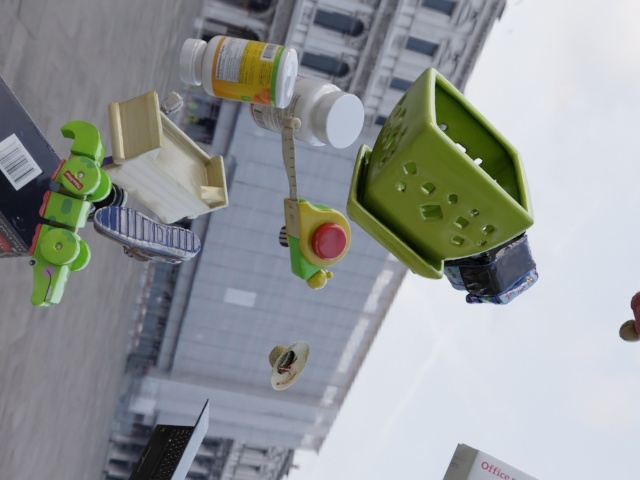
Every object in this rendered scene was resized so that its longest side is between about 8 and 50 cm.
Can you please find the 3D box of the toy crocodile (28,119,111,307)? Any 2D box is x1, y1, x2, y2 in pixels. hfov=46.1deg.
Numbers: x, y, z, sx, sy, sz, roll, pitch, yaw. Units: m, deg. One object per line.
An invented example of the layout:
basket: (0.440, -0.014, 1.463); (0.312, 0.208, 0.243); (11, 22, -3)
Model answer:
toy crocodile: (-0.454, -0.046, 1.338); (0.115, 0.105, 0.341); (127, -22, -84)

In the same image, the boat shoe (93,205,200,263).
boat shoe: (-0.292, 0.002, 1.234); (0.066, 0.183, 0.066); (-43, -142, 37)

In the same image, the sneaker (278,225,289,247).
sneaker: (0.000, 0.000, 2.124); (0.228, 0.132, 0.086); (14, -87, 44)

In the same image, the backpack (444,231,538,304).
backpack: (0.326, 0.056, 1.517); (0.173, 0.158, 0.117); (-6, -70, 53)

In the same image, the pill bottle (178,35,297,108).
pill bottle: (-0.184, -0.383, 1.685); (0.136, 0.245, 0.137); (11, 90, -82)

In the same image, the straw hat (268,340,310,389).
straw hat: (-0.095, 0.294, 1.856); (0.061, 0.144, 0.145); (32, -64, 33)

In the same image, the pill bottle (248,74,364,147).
pill bottle: (-0.037, -0.331, 1.906); (0.283, 0.160, 0.161); (24, -75, 40)

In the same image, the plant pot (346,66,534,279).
plant pot: (0.172, -0.091, 1.162); (0.207, 0.228, 0.227); (-42, -161, 29)

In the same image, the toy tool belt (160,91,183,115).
toy tool belt: (-0.404, -0.356, 1.998); (0.083, 0.052, 0.051); (-40, -179, -6)

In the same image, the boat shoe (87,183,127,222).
boat shoe: (-0.675, -0.111, 2.030); (0.113, 0.339, 0.127); (-3, 94, -59)

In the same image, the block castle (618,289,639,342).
block castle: (0.604, 0.060, 1.034); (0.213, 0.303, 0.453); (-35, -170, 48)

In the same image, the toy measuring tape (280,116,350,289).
toy measuring tape: (-0.005, -0.068, 1.391); (0.121, 0.121, 0.330); (-115, -160, -72)

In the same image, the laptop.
laptop: (-0.367, 0.496, 1.726); (0.264, 0.137, 0.234); (-6, -138, 33)

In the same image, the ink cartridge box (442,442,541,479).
ink cartridge box: (0.280, 0.486, 1.314); (0.213, 0.154, 0.093); (-64, -169, -14)

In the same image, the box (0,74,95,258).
box: (-0.710, -0.143, 1.603); (0.312, 0.343, 0.179); (-3, -145, 47)

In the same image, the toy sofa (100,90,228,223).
toy sofa: (-0.372, -0.183, 1.767); (0.362, 0.177, 0.150); (45, 31, -63)
